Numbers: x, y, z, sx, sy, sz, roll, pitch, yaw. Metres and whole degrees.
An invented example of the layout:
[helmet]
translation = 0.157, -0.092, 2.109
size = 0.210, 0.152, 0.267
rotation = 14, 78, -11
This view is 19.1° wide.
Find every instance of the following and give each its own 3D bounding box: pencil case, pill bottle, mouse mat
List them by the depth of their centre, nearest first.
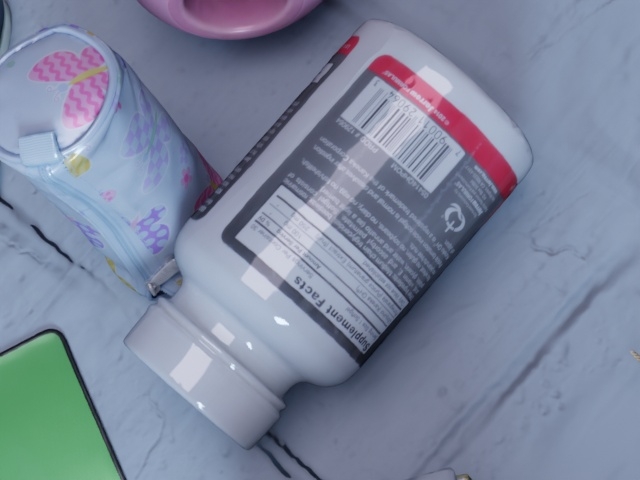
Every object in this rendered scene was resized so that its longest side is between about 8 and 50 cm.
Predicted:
[pill bottle]
translation = 0.000, 0.000, 1.464
size = 0.176, 0.176, 0.318
rotation = 40, 85, 20
[pencil case]
translation = -0.162, -0.054, 1.468
size = 0.113, 0.273, 0.124
rotation = 8, 68, 21
[mouse mat]
translation = -0.245, 0.183, 1.552
size = 0.153, 0.007, 0.189
rotation = -27, 71, 3

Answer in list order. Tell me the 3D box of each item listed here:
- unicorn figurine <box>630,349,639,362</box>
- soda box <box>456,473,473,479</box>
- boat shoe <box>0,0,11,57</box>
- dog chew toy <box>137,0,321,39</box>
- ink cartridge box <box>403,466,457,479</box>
[unicorn figurine]
translation = 0.308, 0.142, 1.424
size = 0.162, 0.060, 0.111
rotation = 0, 72, -5
[soda box]
translation = 0.033, 0.226, 1.449
size = 0.181, 0.061, 0.058
rotation = -13, 72, 8
[boat shoe]
translation = -0.315, -0.111, 1.617
size = 0.095, 0.079, 0.254
rotation = 7, 75, 14
[dog chew toy]
translation = -0.080, -0.335, 1.579
size = 0.207, 0.206, 0.331
rotation = -9, 63, 9
[ink cartridge box]
translation = 0.033, 0.309, 1.284
size = 0.197, 0.270, 0.198
rotation = -18, 102, 5
